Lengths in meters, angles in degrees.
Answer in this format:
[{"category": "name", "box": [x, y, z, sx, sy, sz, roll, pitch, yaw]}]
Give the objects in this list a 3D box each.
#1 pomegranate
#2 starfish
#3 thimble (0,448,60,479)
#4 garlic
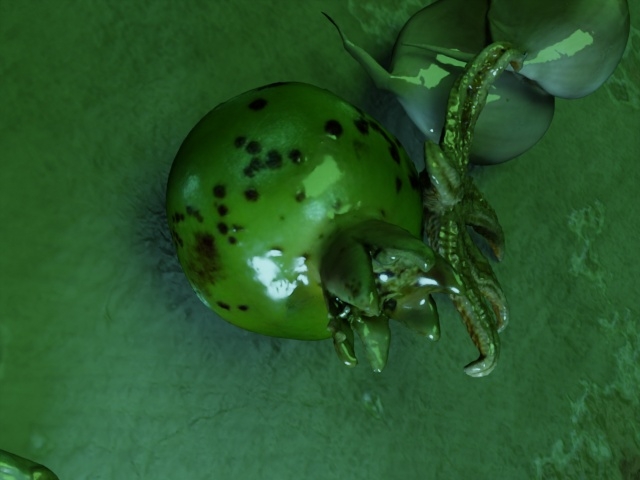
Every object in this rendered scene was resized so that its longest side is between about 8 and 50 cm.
[{"category": "pomegranate", "box": [0.004, 0.005, 0.691, 0.231, 0.230, 0.286, -12, 47, -39]}, {"category": "starfish", "box": [0.149, -0.040, 0.830, 0.375, 0.094, 0.326, 3, 89, -70]}, {"category": "thimble", "box": [-0.248, 0.197, 0.491, 0.191, 0.143, 0.137, 2, 71, -36]}, {"category": "garlic", "box": [0.213, -0.224, 0.954, 0.340, 0.231, 0.245, -30, 94, -46]}]
